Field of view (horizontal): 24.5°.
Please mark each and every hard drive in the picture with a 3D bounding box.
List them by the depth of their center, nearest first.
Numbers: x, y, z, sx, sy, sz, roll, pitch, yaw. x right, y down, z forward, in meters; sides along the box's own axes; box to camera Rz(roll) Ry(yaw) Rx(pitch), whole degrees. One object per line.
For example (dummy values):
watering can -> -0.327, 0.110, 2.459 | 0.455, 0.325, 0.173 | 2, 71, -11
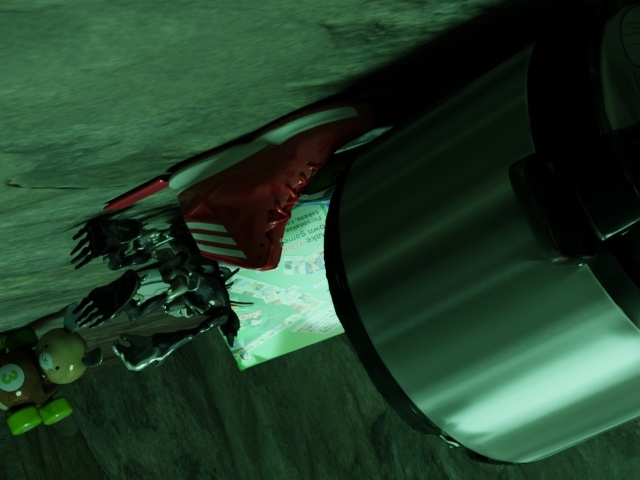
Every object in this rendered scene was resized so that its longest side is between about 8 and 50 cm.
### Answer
hard drive -> 0.086, -0.132, 1.537 | 0.135, 0.022, 0.094 | -18, 174, -17

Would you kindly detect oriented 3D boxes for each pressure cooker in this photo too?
pressure cooker -> 0.262, -0.018, 1.359 | 0.420, 0.375, 0.370 | -31, -150, 39

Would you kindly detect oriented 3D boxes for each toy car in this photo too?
toy car -> -0.420, 0.186, 2.290 | 0.188, 0.155, 0.149 | -34, 169, 28

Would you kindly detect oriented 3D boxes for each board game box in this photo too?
board game box -> 0.002, 0.018, 1.807 | 0.317, 0.214, 0.046 | -21, -149, 10

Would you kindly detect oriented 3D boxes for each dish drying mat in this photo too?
dish drying mat -> -0.180, -0.048, 1.480 | 0.083, 0.008, 0.032 | -23, 174, 34

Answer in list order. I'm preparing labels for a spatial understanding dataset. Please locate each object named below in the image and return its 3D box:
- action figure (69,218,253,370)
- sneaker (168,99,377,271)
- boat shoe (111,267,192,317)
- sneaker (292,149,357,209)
action figure -> -0.188, 0.052, 1.669 | 0.141, 0.164, 0.275 | -22, 162, 20
sneaker -> -0.029, -0.045, 1.415 | 0.221, 0.128, 0.087 | -22, 174, 23
boat shoe -> -0.205, 0.076, 2.152 | 0.226, 0.076, 0.083 | -13, 171, 24
sneaker -> -0.039, -0.061, 1.662 | 0.188, 0.067, 0.078 | -19, 154, 1
